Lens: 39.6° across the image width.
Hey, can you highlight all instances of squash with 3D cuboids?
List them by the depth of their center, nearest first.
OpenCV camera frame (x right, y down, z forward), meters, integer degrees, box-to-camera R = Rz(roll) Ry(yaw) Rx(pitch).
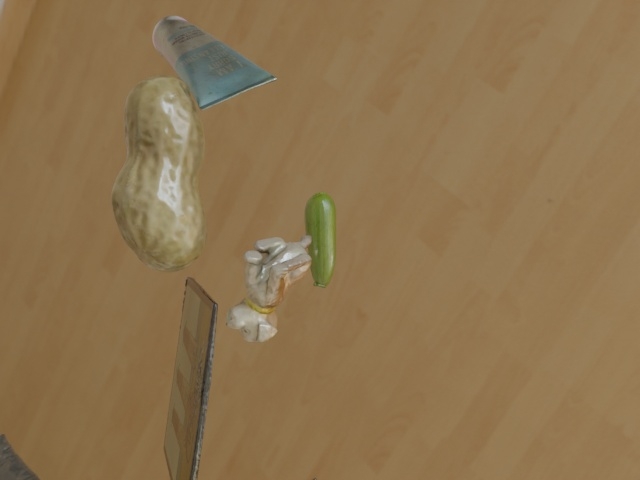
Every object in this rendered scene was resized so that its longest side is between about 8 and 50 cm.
[{"bbox_3d":[0.000,0.000,1.832,0.066,0.066,0.201,6,99,41],"label":"squash"}]

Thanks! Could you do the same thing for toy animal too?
[{"bbox_3d":[-0.080,0.089,1.594,0.104,0.184,0.185,23,116,23],"label":"toy animal"}]

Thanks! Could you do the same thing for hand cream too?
[{"bbox_3d":[-0.172,-0.258,1.277,0.312,0.111,0.070,42,153,55],"label":"hand cream"}]

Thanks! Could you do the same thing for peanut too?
[{"bbox_3d":[-0.208,-0.087,1.144,0.124,0.124,0.256,-4,88,41],"label":"peanut"}]

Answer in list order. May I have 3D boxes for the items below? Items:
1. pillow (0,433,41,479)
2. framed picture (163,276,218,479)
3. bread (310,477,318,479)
[{"bbox_3d":[-0.565,0.500,1.532,0.326,0.228,0.101,35,144,33],"label":"pillow"},{"bbox_3d":[-0.160,0.178,1.074,0.324,0.013,0.244,-169,87,-76],"label":"framed picture"},{"bbox_3d":[0.007,0.519,1.736,0.113,0.082,0.060,22,148,24],"label":"bread"}]
